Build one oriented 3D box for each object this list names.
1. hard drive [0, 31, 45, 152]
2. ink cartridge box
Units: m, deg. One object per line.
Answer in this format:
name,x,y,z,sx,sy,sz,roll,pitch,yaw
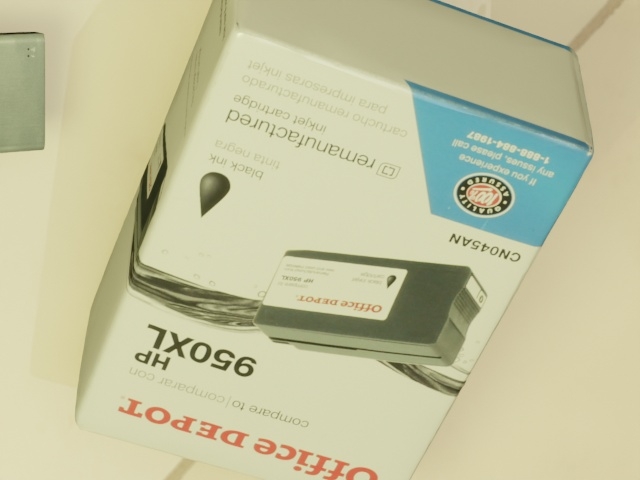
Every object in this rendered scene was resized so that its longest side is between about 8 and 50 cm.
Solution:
hard drive,-0.279,-0.113,1.461,0.135,0.022,0.094,-7,105,-36
ink cartridge box,0.000,0.000,1.485,0.285,0.166,0.395,18,124,-12
